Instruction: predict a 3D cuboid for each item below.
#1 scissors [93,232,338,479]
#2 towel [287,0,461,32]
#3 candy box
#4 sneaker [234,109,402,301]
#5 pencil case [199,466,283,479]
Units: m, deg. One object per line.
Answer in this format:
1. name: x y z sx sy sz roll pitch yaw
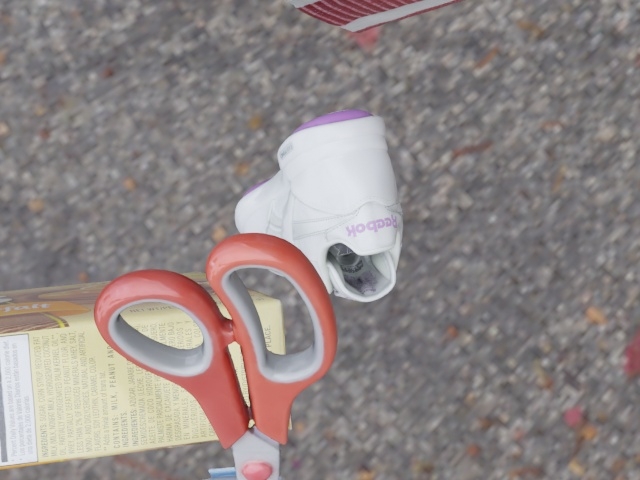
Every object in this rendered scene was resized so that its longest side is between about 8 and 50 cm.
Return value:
1. scissors: -0.023 0.102 0.919 0.109 0.021 0.297 -12 136 9
2. towel: 0.064 -0.222 1.305 0.237 0.329 0.037 -14 80 20
3. candy box: -0.196 0.081 1.103 0.183 0.316 0.088 -169 74 -71
4. sneaker: 0.000 0.000 1.634 0.305 0.114 0.152 118 137 -70
5. pencil case: -0.059 0.319 1.443 0.113 0.124 0.273 -8 94 26
